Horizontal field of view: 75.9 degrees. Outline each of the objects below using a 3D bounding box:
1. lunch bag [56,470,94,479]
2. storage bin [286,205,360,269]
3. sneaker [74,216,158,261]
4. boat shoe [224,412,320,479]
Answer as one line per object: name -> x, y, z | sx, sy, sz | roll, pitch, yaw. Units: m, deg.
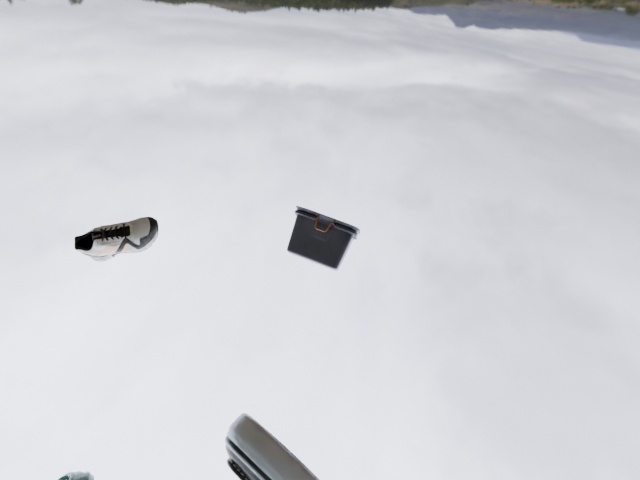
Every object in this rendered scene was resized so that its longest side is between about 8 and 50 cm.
lunch bag -> -0.183, 0.299, 0.230 | 0.107, 0.279, 0.224 | 32, -172, -28
storage bin -> 0.000, 0.000, 0.807 | 0.135, 0.091, 0.098 | 20, 174, 7
sneaker -> -0.250, -0.002, 0.504 | 0.108, 0.044, 0.040 | -21, -111, 10
boat shoe -> -0.012, 0.353, 0.458 | 0.119, 0.121, 0.335 | -39, -88, -22
